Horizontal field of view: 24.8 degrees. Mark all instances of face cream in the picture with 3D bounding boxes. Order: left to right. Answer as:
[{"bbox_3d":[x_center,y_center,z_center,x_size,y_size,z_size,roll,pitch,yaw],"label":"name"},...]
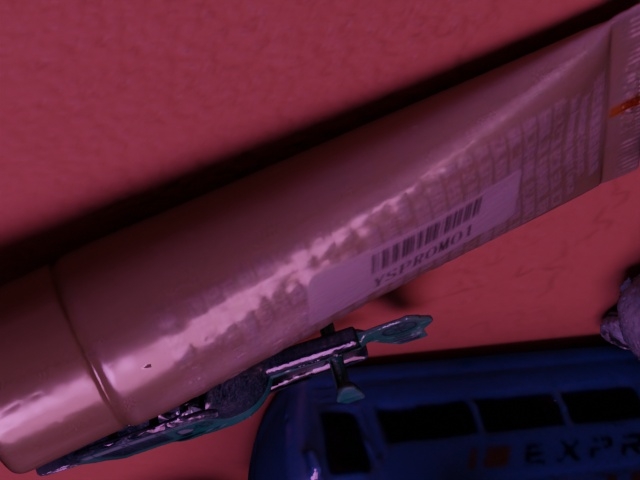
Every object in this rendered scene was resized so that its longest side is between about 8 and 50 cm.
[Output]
[{"bbox_3d":[0.000,0.000,0.670,0.341,0.084,0.137,-25,149,-6],"label":"face cream"}]

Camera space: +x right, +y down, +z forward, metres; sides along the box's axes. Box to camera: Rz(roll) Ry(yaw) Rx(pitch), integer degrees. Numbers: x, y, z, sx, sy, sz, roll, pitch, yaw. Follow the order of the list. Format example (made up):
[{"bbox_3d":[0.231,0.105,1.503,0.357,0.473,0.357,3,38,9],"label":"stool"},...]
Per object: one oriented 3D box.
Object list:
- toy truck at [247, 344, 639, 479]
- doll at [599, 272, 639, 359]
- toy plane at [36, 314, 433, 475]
[{"bbox_3d":[0.138,0.161,0.879,0.385,0.162,0.161,-4,143,-19],"label":"toy truck"},{"bbox_3d":[0.257,0.049,0.839,0.179,0.075,0.120,12,153,-11],"label":"doll"},{"bbox_3d":[-0.054,0.076,0.760,0.235,0.060,0.096,-19,154,7],"label":"toy plane"}]
